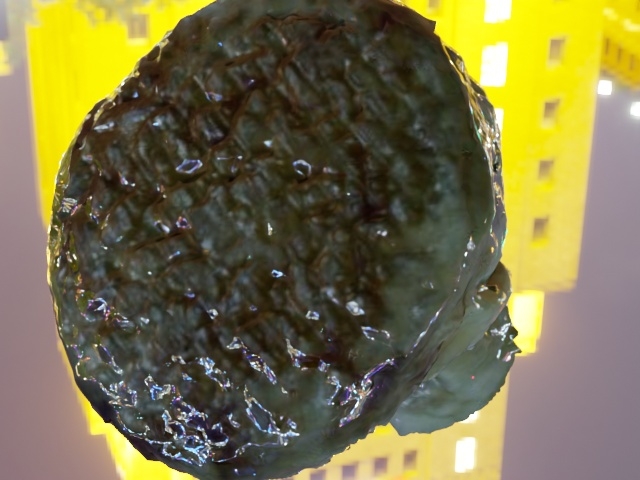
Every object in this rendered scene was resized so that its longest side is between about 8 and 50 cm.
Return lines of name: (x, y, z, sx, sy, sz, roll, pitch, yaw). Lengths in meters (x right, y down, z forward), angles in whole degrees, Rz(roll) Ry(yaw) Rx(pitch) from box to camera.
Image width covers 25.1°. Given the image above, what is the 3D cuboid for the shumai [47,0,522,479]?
shumai: (0.000, 0.000, 1.198, 0.395, 0.395, 0.348, 12, 178, 21)
